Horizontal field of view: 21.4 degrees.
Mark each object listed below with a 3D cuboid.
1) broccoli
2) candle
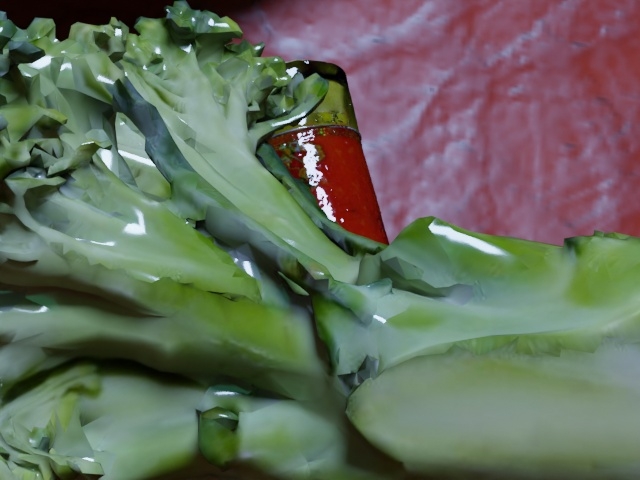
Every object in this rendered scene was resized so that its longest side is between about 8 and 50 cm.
[{"bbox_3d":[0.025,0.022,0.462,0.361,0.221,0.252,-24,92,27],"label":"broccoli"},{"bbox_3d":[0.000,0.000,0.633,0.052,0.052,0.131,-9,73,-12],"label":"candle"}]
